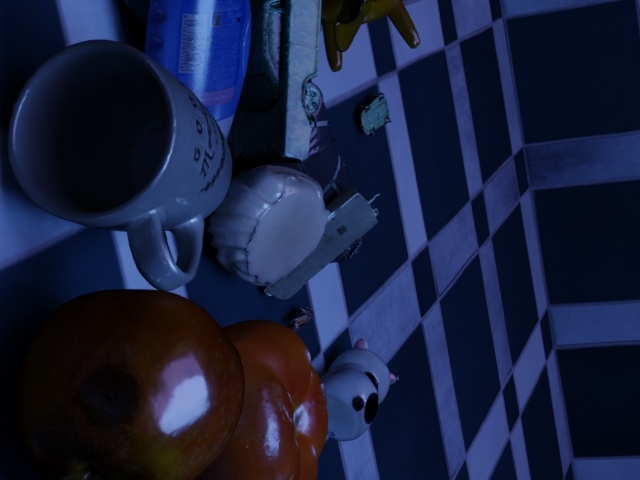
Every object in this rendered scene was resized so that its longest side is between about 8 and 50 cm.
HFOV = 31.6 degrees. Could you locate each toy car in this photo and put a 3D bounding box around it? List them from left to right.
[{"bbox_3d":[-0.060,-0.262,1.485,0.097,0.141,0.321,3,91,-34],"label":"toy car"},{"bbox_3d":[0.097,-0.234,2.120,0.122,0.035,0.059,-42,124,-51],"label":"toy car"}]

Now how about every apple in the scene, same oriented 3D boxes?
[{"bbox_3d":[-0.192,0.167,1.146,0.230,0.230,0.230,-6,90,-67],"label":"apple"}]

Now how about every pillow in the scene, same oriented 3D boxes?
[{"bbox_3d":[-0.015,-0.079,1.701,0.161,0.092,0.335,-45,138,-19],"label":"pillow"}]

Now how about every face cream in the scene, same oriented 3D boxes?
[{"bbox_3d":[-0.153,-0.215,1.405,0.149,0.083,0.264,-13,121,-40],"label":"face cream"}]

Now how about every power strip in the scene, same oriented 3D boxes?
[{"bbox_3d":[0.000,0.000,1.676,0.029,0.227,0.080,46,-6,44],"label":"power strip"}]

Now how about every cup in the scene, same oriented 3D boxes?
[{"bbox_3d":[-0.185,-0.061,1.225,0.258,0.186,0.234,69,13,15],"label":"cup"}]

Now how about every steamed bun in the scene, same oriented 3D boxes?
[{"bbox_3d":[-0.081,-0.028,1.546,0.183,0.106,0.183,-30,139,-30],"label":"steamed bun"}]

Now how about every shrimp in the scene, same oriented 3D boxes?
[{"bbox_3d":[-0.031,0.121,1.745,0.029,0.038,0.092,39,30,3],"label":"shrimp"}]

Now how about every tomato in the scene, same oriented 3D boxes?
[{"bbox_3d":[-0.095,0.224,1.396,0.260,0.180,0.260,-3,90,-68],"label":"tomato"}]

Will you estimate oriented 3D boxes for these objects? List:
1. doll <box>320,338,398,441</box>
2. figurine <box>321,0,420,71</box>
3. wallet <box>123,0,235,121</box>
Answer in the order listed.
[{"bbox_3d":[0.051,0.242,1.825,0.110,0.107,0.181,57,22,-8],"label":"doll"},{"bbox_3d":[0.038,-0.448,1.731,0.387,0.268,0.401,76,30,-74],"label":"figurine"},{"bbox_3d":[-0.141,-0.332,1.543,0.360,0.083,0.252,47,49,-56],"label":"wallet"}]
